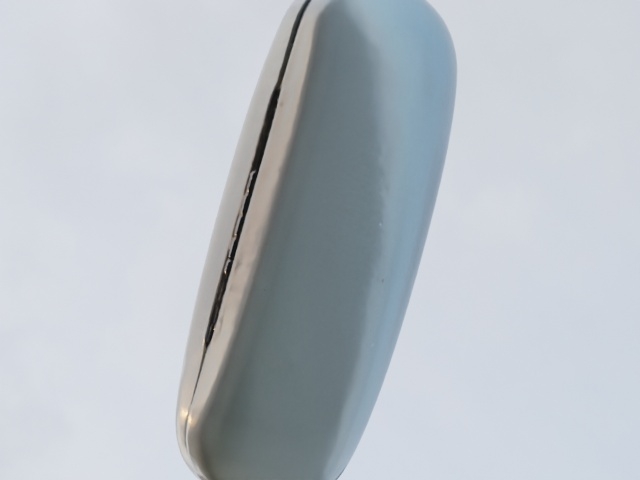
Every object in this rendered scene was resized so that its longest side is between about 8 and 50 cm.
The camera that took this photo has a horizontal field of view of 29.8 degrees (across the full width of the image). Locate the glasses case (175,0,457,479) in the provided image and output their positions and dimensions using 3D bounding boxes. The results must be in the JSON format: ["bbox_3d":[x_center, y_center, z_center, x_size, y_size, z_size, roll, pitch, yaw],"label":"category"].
[{"bbox_3d":[0.000,0.000,0.524,0.059,0.092,0.233,11,-94,49],"label":"glasses case"}]
